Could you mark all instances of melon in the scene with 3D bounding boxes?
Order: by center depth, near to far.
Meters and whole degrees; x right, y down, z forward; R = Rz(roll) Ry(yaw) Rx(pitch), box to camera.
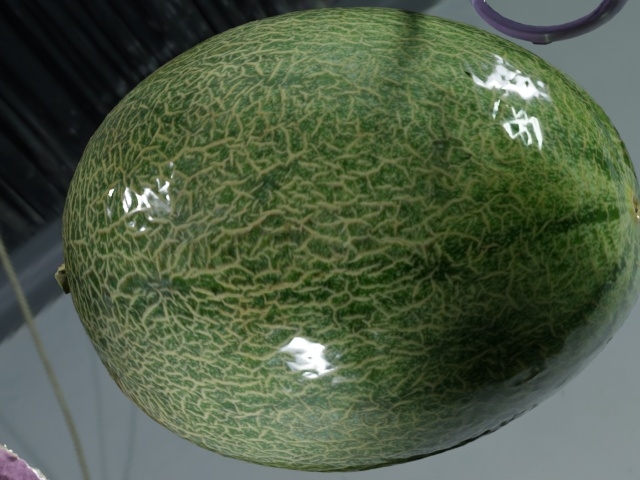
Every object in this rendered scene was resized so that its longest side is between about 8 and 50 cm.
[{"bbox_3d":[0.000,0.000,0.417,0.192,0.139,0.139,-7,58,27],"label":"melon"}]

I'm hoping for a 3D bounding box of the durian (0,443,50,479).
[{"bbox_3d":[-0.190,0.264,0.932,0.191,0.341,0.112,-56,3,28],"label":"durian"}]

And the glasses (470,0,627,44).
[{"bbox_3d":[0.086,-0.102,0.370,0.140,0.104,0.062,2,71,22],"label":"glasses"}]
